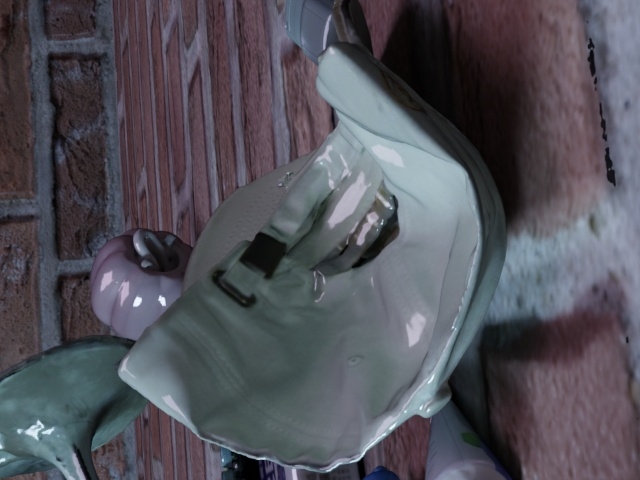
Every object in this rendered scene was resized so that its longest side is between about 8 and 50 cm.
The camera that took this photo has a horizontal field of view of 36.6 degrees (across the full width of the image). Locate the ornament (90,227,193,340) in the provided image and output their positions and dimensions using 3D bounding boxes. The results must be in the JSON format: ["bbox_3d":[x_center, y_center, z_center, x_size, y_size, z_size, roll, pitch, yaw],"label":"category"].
[{"bbox_3d":[-0.258,0.061,1.464,0.177,0.177,0.178,178,90,-73],"label":"ornament"}]

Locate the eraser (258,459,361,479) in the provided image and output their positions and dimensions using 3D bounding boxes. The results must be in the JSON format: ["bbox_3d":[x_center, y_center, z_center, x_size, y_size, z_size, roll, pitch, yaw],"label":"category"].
[{"bbox_3d":[-0.016,0.177,0.847,0.124,0.067,0.210,129,135,-62],"label":"eraser"}]

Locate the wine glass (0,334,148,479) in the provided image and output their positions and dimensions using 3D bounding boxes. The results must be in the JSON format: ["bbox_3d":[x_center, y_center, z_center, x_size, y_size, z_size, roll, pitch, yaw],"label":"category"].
[{"bbox_3d":[-0.147,0.295,0.790,0.406,0.267,0.267,56,148,32],"label":"wine glass"}]

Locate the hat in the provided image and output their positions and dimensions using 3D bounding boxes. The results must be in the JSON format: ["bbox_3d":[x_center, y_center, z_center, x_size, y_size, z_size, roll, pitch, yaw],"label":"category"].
[{"bbox_3d":[0.018,-0.012,0.629,0.258,0.168,0.301,-52,12,29],"label":"hat"}]

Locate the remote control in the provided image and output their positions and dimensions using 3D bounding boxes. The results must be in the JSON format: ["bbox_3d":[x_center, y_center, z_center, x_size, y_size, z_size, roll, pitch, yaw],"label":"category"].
[{"bbox_3d":[-0.006,-0.188,0.834,0.162,0.029,0.061,-125,38,-62],"label":"remote control"}]

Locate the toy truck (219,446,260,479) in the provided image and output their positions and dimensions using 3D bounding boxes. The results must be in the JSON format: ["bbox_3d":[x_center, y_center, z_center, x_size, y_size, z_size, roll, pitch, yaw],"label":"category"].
[{"bbox_3d":[-0.055,0.277,0.962,0.116,0.085,0.191,101,162,-65],"label":"toy truck"}]

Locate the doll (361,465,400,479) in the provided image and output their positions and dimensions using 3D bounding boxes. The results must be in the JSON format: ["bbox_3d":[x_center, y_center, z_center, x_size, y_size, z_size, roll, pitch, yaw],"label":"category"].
[{"bbox_3d":[0.056,0.204,0.601,0.110,0.067,0.206,62,-177,-16],"label":"doll"}]

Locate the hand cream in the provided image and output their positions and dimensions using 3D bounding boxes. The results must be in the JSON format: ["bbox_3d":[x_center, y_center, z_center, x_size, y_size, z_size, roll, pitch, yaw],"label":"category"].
[{"bbox_3d":[0.082,0.141,0.573,0.142,0.053,0.084,-105,16,-84],"label":"hand cream"}]
